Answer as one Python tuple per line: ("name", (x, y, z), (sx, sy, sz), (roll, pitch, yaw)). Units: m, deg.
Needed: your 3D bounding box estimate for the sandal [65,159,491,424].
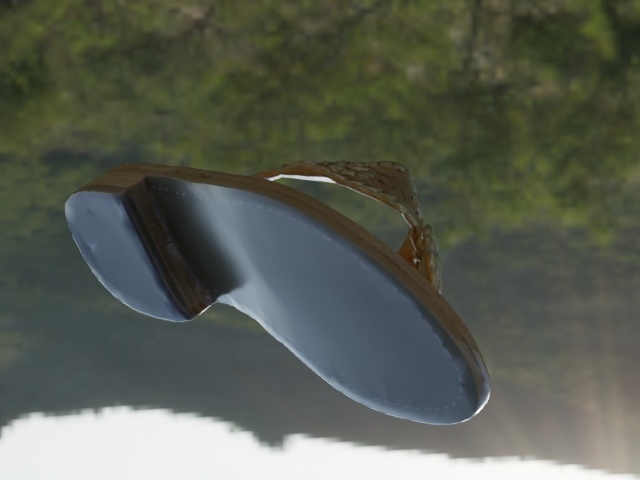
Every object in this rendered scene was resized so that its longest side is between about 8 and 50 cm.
("sandal", (-0.002, -0.005, 0.661), (0.079, 0.088, 0.240), (-37, -152, -27))
